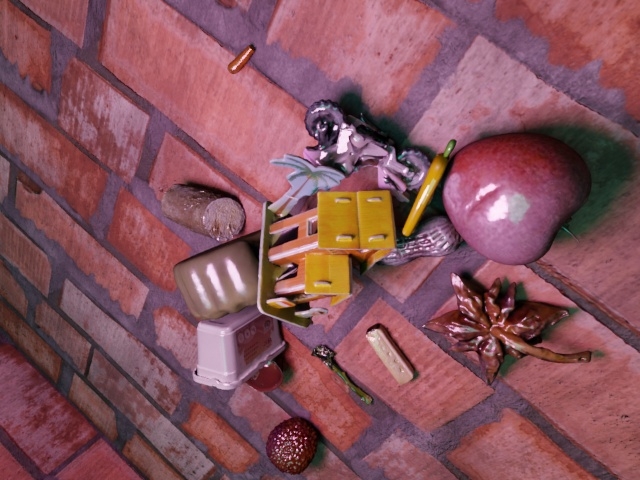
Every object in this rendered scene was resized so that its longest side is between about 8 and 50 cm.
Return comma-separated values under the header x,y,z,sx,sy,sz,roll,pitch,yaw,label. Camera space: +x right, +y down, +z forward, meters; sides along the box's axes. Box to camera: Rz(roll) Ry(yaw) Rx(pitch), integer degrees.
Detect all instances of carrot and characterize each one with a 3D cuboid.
x,y,z,sx,sy,sz,roll,pitch,yaw,label
-0.212,-0.480,1.071,0.093,0.032,0.032,-33,93,29,carrot

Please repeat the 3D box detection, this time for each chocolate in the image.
x,y,z,sx,sy,sz,roll,pitch,yaw,label
0.229,0.002,0.993,0.248,0.110,0.110,-17,102,29,chocolate

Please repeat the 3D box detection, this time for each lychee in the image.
x,y,z,sx,sy,sz,roll,pitch,yaw,label
-0.100,0.730,1.446,0.188,0.188,0.188,11,115,24,lychee

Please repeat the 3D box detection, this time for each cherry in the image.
x,y,z,sx,sy,sz,roll,pitch,yaw,label
0.379,-0.093,0.812,0.307,0.221,0.261,41,119,30,cherry

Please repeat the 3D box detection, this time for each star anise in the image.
x,y,z,sx,sy,sz,roll,pitch,yaw,label
0.432,0.217,0.977,0.349,0.109,0.292,44,129,4,star anise

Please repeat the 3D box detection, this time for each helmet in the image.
x,y,z,sx,sy,sz,roll,pitch,yaw,label
-0.188,0.432,1.401,0.175,0.106,0.155,-27,102,31,helmet

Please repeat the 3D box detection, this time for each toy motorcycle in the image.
x,y,z,sx,sy,sz,roll,pitch,yaw,label
0.093,-0.193,0.969,0.327,0.143,0.188,28,123,-4,toy motorcycle

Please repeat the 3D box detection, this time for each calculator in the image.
x,y,z,sx,sy,sz,roll,pitch,yaw,label
0.234,-0.113,0.876,0.032,0.146,0.234,25,118,10,calculator

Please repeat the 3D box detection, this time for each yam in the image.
x,y,z,sx,sy,sz,roll,pitch,yaw,label
-0.377,-0.095,1.252,0.255,0.154,0.153,21,119,22,yam

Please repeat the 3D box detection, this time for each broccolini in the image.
x,y,z,sx,sy,sz,roll,pitch,yaw,label
0.075,0.431,1.313,0.254,0.071,0.057,41,83,-1,broccolini

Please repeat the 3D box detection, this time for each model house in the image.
x,y,z,sx,sy,sz,roll,pitch,yaw,label
0.000,0.000,0.920,0.324,0.340,0.300,-17,58,28,model house

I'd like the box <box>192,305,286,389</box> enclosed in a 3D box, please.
x,y,z,sx,sy,sz,roll,pitch,yaw,label
-0.255,0.304,1.271,0.175,0.312,0.182,4,105,26,box

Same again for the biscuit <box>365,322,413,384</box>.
x,y,z,sx,sy,sz,roll,pitch,yaw,label
0.205,0.333,1.182,0.056,0.052,0.188,-34,93,18,biscuit

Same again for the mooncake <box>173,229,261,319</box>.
x,y,z,sx,sy,sz,roll,pitch,yaw,label
-0.233,0.091,1.135,0.351,0.351,0.187,-16,100,33,mooncake
